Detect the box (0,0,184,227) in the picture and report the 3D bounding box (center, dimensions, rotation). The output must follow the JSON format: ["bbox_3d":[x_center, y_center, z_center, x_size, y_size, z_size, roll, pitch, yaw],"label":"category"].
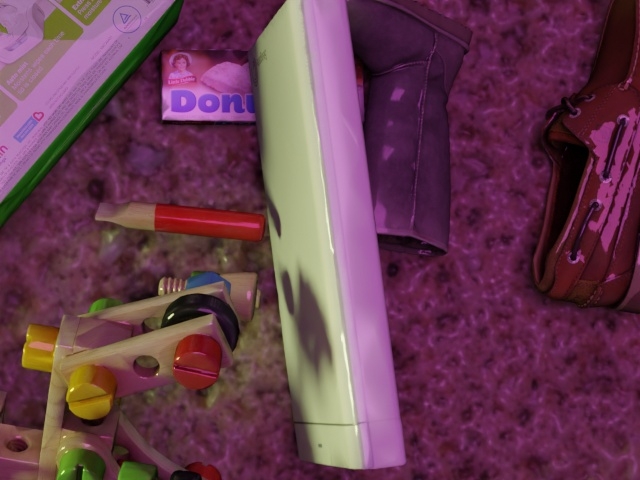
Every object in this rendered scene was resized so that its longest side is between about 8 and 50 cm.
[{"bbox_3d":[-0.279,-0.174,1.410,0.231,0.127,0.262,38,76,-2],"label":"box"}]

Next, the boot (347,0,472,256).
[{"bbox_3d":[0.048,-0.104,1.474,0.190,0.076,0.208,18,82,-28],"label":"boot"}]

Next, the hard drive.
[{"bbox_3d":[0.000,0.000,1.364,0.047,0.233,0.353,-6,86,-12],"label":"hard drive"}]

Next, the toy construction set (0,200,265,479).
[{"bbox_3d":[-0.180,0.105,1.353,0.237,0.257,0.308,7,58,3],"label":"toy construction set"}]

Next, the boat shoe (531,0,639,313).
[{"bbox_3d":[0.251,-0.093,1.504,0.104,0.111,0.307,9,79,-10],"label":"boat shoe"}]

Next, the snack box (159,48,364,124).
[{"bbox_3d":[-0.051,-0.133,1.499,0.178,0.022,0.064,0,83,-11],"label":"snack box"}]
